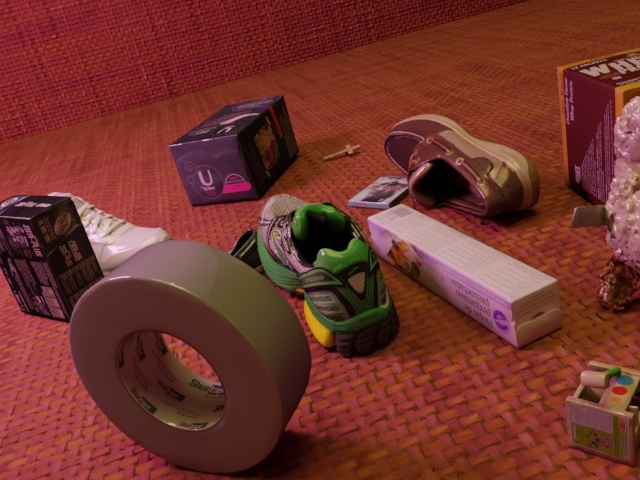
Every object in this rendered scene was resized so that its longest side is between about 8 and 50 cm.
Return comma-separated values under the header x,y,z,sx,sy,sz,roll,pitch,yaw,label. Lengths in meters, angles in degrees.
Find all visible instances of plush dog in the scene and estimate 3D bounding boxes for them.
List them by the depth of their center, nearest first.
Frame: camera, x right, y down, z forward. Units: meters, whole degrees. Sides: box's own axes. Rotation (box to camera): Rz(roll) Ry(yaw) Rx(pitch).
x,y,z,sx,sy,sz,roll,pitch,yaw,label
0.406,-0.007,0.623,0.210,0.262,0.225,-55,24,-8,plush dog

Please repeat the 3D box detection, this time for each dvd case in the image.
x,y,z,sx,sy,sz,roll,pitch,yaw,label
0.118,-0.088,1.152,0.087,0.013,0.119,7,30,38,dvd case

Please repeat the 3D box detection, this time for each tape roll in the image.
x,y,z,sx,sy,sz,roll,pitch,yaw,label
-0.122,0.111,0.599,0.219,0.219,0.072,-2,27,24,tape roll

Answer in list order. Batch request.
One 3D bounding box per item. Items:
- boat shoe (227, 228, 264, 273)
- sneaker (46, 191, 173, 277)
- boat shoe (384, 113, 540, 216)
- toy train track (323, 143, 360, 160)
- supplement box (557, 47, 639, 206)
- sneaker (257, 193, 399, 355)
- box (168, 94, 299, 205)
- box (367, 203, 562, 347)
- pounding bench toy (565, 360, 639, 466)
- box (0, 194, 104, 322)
x,y,z,sx,sy,sz,roll,pitch,yaw,label
-0.167,0.046,0.950,0.206,0.065,0.075,-28,27,-30,boat shoe
-0.398,-0.007,1.084,0.305,0.152,0.114,-3,24,20,sneaker
0.192,-0.116,1.049,0.123,0.123,0.342,-26,35,-20,boat shoe
0.048,-0.190,1.411,0.083,0.014,0.048,-19,31,2,toy train track
0.439,-0.151,0.899,0.129,0.191,0.194,-13,24,1,supplement box
0.000,0.000,0.848,0.134,0.146,0.343,-19,27,-16,sneaker
-0.176,-0.198,1.385,0.165,0.143,0.270,-5,26,23,box
0.164,0.030,0.810,0.067,0.063,0.324,-23,26,-17,box
0.242,0.128,0.533,0.052,0.083,0.065,8,33,40,pounding bench toy
-0.425,0.026,0.990,0.147,0.180,0.077,4,30,34,box
